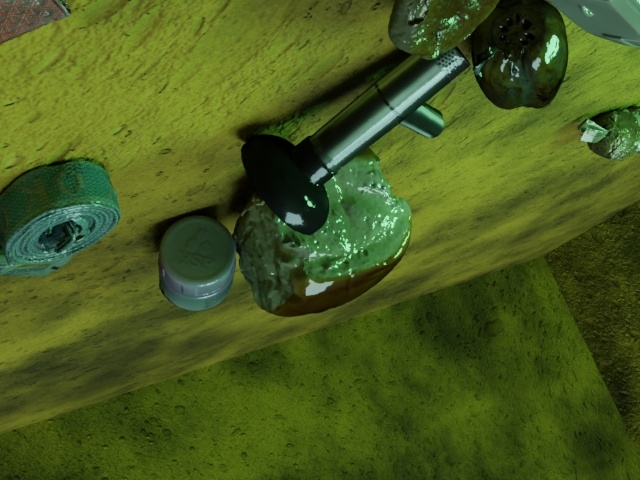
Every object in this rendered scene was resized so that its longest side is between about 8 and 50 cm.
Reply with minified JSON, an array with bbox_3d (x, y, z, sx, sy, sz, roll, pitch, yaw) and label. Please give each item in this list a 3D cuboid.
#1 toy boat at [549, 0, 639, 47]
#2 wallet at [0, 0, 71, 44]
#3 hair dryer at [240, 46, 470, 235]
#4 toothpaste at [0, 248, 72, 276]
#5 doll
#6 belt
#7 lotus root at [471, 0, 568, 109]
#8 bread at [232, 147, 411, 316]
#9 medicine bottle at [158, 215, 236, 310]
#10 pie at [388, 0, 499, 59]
[{"bbox_3d":[0.379,-0.311,1.015,0.269,0.141,0.141,-8,160,-45],"label":"toy boat"},{"bbox_3d":[-0.307,-0.169,0.657,0.196,0.020,0.103,-23,166,3],"label":"wallet"},{"bbox_3d":[0.087,-0.129,1.174,0.320,0.156,0.284,-33,152,9],"label":"hair dryer"},{"bbox_3d":[-0.453,0.034,1.181,0.067,0.037,0.255,-32,168,14],"label":"toothpaste"},{"bbox_3d":[0.646,-0.229,1.788,0.221,0.105,0.115,-17,172,-32],"label":"doll"},{"bbox_3d":[-0.330,-0.030,1.037,0.147,0.082,0.163,-12,163,-24],"label":"belt"},{"bbox_3d":[0.262,-0.243,1.082,0.124,0.123,0.241,6,177,15],"label":"lotus root"},{"bbox_3d":[0.000,0.000,1.365,0.250,0.225,0.279,-27,177,-23],"label":"bread"},{"bbox_3d":[-0.210,0.041,1.395,0.135,0.135,0.168,-19,167,-14],"label":"medicine bottle"},{"bbox_3d":[0.150,-0.271,0.874,0.195,0.046,0.195,-40,166,-12],"label":"pie"}]
